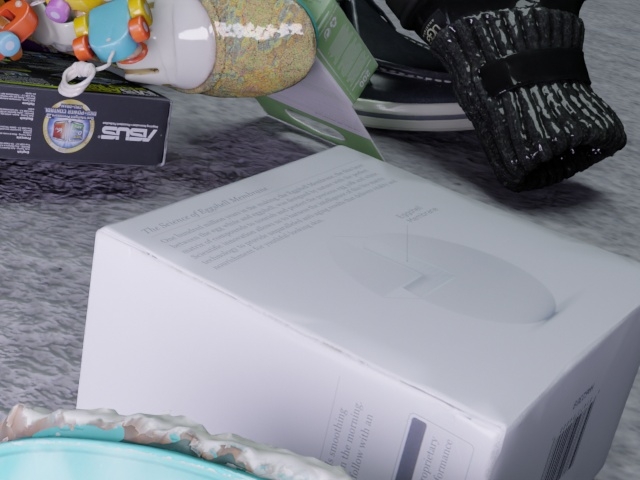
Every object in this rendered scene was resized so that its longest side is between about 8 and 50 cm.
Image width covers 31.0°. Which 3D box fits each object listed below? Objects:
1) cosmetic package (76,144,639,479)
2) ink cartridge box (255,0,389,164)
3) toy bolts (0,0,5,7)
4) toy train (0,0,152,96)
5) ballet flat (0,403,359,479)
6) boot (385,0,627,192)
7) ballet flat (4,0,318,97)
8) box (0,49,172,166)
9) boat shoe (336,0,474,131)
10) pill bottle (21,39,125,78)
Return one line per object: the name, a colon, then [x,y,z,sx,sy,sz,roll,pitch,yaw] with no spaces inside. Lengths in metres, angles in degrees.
cosmetic package: [0.030,0.064,0.617,0.224,0.138,0.224,26,28,26]
ink cartridge box: [-0.024,-0.170,1.099,0.171,0.056,0.235,26,-10,31]
toy bolts: [-0.366,-0.201,0.921,0.218,0.158,0.228,48,-14,-22]
toy train: [-0.200,-0.157,0.906,0.166,0.046,0.125,31,71,37]
ballet flat: [0.055,0.176,0.424,0.408,0.147,0.147,20,23,11]
boot: [0.259,-0.205,1.222,0.348,0.131,0.260,-25,72,-27]
ballet flat: [-0.162,-0.189,0.998,0.348,0.123,0.123,23,24,33]
box: [-0.290,-0.119,0.947,0.270,0.060,0.216,0,18,-36]
boat shoe: [-0.004,-0.242,1.324,0.500,0.156,0.187,20,21,14]
pill bottle: [-0.311,-0.299,1.261,0.323,0.182,0.181,22,24,23]
